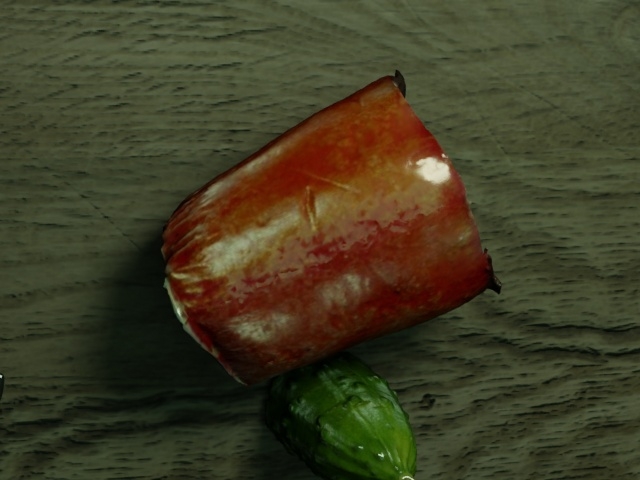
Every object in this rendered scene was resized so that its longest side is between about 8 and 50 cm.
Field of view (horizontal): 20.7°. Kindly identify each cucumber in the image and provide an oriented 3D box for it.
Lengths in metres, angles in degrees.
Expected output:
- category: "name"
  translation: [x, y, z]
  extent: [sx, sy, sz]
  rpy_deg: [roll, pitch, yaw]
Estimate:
- category: "cucumber"
  translation: [0.040, 0.207, 1.802]
  extent: [0.134, 0.244, 0.134]
  rpy_deg: [-6, 106, -21]

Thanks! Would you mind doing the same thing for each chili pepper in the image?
- category: "chili pepper"
  translation: [0.000, 0.000, 1.783]
  extent: [0.305, 0.229, 0.251]
  rpy_deg: [-24, 146, 3]

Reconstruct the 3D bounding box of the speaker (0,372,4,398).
- category: "speaker"
  translation: [-0.453, 0.191, 1.686]
  extent: [0.253, 0.184, 0.232]
  rpy_deg: [11, 98, -16]
